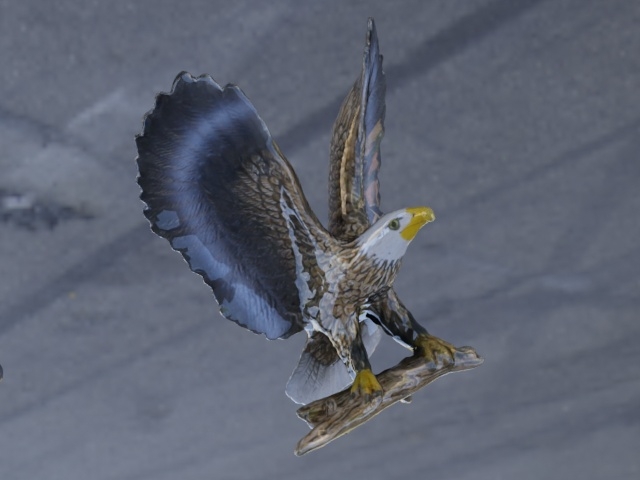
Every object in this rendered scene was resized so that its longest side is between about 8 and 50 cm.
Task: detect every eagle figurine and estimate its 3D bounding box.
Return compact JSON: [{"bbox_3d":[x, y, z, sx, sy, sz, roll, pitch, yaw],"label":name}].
[{"bbox_3d":[0.009,-0.005,1.253,0.225,0.298,0.226,-30,172,15],"label":"eagle figurine"}]

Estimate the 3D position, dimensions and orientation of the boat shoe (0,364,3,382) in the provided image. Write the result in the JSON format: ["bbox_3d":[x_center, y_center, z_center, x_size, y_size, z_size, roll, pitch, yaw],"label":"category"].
[{"bbox_3d":[-0.460,0.194,1.788,0.228,0.080,0.076,-32,178,18],"label":"boat shoe"}]
